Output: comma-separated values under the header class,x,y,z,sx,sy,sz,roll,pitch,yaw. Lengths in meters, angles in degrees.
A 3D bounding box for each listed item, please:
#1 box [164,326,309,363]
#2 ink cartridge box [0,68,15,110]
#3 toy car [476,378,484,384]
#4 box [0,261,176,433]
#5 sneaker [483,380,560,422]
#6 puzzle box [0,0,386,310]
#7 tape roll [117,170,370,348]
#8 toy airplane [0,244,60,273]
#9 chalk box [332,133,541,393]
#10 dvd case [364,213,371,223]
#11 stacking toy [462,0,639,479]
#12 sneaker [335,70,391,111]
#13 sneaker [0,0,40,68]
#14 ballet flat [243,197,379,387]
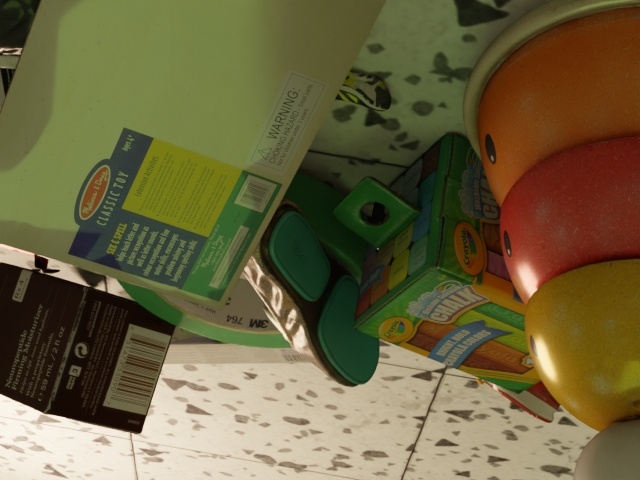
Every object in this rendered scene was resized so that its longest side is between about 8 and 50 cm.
class,x,y,z,sx,sy,sz,roll,pitch,yaw
box,-0.156,0.136,1.697,0.324,0.063,0.067,-3,145,21
ink cartridge box,-0.326,-0.119,1.231,0.097,0.046,0.207,-1,104,19
toy car,0.224,0.162,1.673,0.040,0.060,0.122,-38,163,-4
box,-0.331,0.141,1.570,0.203,0.168,0.167,11,172,42
sneaker,0.245,0.130,1.573,0.221,0.128,0.087,36,179,11
puzzle box,-0.136,-0.135,1.072,0.272,0.052,0.409,19,121,-19
tape roll,-0.091,0.023,1.449,0.321,0.077,0.321,8,147,5
toy airplane,-0.375,0.009,1.590,0.151,0.028,0.151,7,149,4
chalk box,0.154,0.019,1.304,0.289,0.179,0.180,21,147,-17
dvd case,0.000,0.000,1.474,0.221,0.018,0.164,27,144,-23
stacking toy,0.280,0.047,1.022,0.350,0.480,0.350,7,148,5
sneaker,0.033,-0.154,1.208,0.083,0.031,0.035,26,159,-17
sneaker,-0.229,-0.233,1.081,0.295,0.104,0.147,2,145,11
ballet flat,-0.025,0.053,1.333,0.106,0.107,0.316,13,147,34
